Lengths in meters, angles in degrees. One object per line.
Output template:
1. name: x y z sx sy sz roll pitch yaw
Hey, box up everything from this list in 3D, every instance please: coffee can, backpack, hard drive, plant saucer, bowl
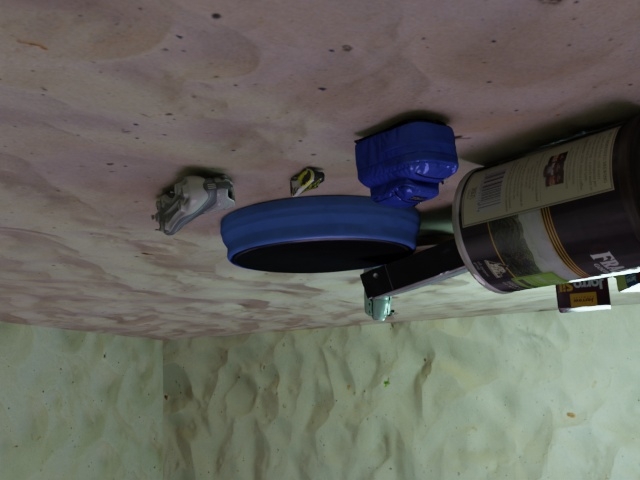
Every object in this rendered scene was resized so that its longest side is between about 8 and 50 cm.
1. coffee can: 0.354 -0.042 1.038 0.201 0.201 0.275 7 165 -39
2. backpack: 0.120 -0.100 0.960 0.098 0.101 0.120 -1 166 -40
3. hard drive: 0.278 0.032 1.473 0.339 0.064 0.237 -24 171 34
4. plant saucer: 0.256 0.014 1.686 0.168 0.029 0.168 -2 169 0
5. bowl: 0.000 0.000 1.452 0.391 0.077 0.391 -2 168 0

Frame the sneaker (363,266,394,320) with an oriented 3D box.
1. sneaker: 0.172 0.127 1.904 0.094 0.151 0.256 1 166 -10

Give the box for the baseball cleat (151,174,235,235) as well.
1. baseball cleat: -0.196 -0.053 1.176 0.109 0.072 0.206 -4 173 -26

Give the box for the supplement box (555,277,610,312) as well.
1. supplement box: 0.536 0.050 1.535 0.104 0.188 0.081 -7 167 20

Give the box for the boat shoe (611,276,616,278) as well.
1. boat shoe: 0.734 0.043 1.779 0.305 0.091 0.109 -4 168 8

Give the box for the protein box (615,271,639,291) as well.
1. protein box: 0.562 -0.032 1.130 0.201 0.200 0.136 -3 168 1

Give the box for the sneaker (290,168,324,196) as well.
1. sneaker: -0.021 -0.086 1.147 0.035 0.031 0.083 3 167 -26
